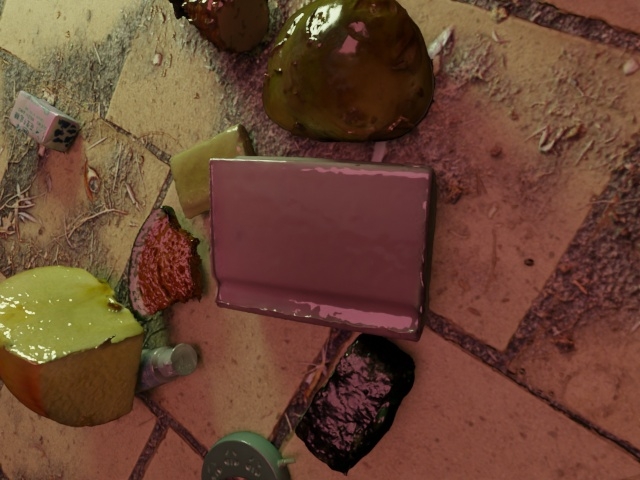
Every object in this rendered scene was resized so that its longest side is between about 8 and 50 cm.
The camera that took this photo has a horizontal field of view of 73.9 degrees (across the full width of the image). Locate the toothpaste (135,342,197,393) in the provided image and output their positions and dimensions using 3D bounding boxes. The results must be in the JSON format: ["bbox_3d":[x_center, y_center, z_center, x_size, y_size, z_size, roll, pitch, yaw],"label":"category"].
[{"bbox_3d":[-0.392,0.283,0.925,0.299,0.073,0.113,-20,84,30],"label":"toothpaste"}]

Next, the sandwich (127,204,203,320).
[{"bbox_3d":[-0.316,0.045,0.888,0.159,0.079,0.234,-3,93,13],"label":"sandwich"}]

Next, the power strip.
[{"bbox_3d":[-0.139,0.444,0.825,0.216,0.044,0.137,-10,85,23],"label":"power strip"}]

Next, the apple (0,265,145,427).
[{"bbox_3d":[-0.510,0.196,0.870,0.309,0.314,0.252,27,67,32],"label":"apple"}]

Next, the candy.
[{"bbox_3d":[-0.670,-0.286,1.033,0.160,0.073,0.092,33,98,20],"label":"candy"}]

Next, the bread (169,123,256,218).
[{"bbox_3d":[-0.205,-0.134,0.843,0.178,0.060,0.139,-18,84,21],"label":"bread"}]

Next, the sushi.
[{"bbox_3d":[0.063,0.263,0.698,0.127,0.124,0.225,35,97,19],"label":"sushi"}]

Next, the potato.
[{"bbox_3d":[0.020,-0.282,0.680,0.300,0.196,0.246,8,92,24],"label":"potato"}]

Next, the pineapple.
[{"bbox_3d":[-0.223,-0.494,0.819,0.310,0.141,0.170,46,111,24],"label":"pineapple"}]

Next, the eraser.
[{"bbox_3d":[0.000,0.000,0.701,0.360,0.122,0.272,5,102,20],"label":"eraser"}]
